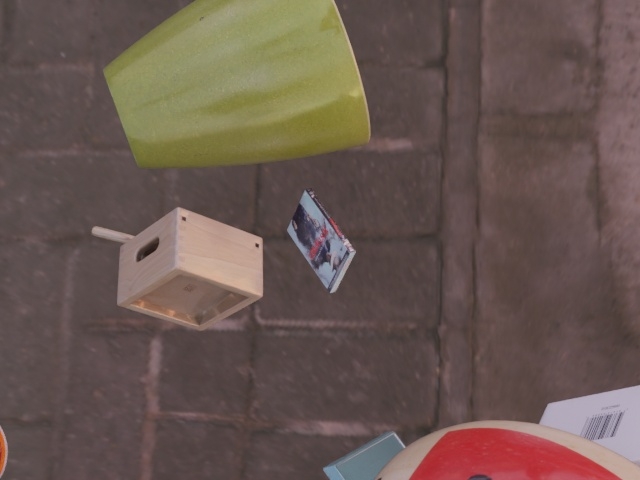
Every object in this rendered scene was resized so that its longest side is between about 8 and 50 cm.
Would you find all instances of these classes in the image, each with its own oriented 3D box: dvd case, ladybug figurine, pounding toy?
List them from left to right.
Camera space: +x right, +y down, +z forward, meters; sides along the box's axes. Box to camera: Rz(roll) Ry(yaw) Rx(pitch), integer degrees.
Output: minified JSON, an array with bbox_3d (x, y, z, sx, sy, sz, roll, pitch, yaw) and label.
[{"bbox_3d":[-0.154,0.023,1.390,0.141,0.130,0.100,-30,51,42],"label":"pounding toy"},{"bbox_3d":[0.000,0.000,1.793,0.013,0.087,0.119,-16,58,-35],"label":"dvd case"},{"bbox_3d":[0.223,0.361,1.452,0.449,0.162,0.305,9,93,33],"label":"ladybug figurine"}]

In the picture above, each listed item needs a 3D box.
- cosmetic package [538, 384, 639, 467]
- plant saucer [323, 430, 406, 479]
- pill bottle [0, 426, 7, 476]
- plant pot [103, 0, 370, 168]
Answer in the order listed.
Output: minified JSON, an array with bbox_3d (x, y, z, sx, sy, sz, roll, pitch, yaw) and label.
[{"bbox_3d":[0.401,0.305,1.597,0.225,0.224,0.138,50,48,-19],"label":"cosmetic package"},{"bbox_3d":[0.074,0.317,1.849,0.018,0.192,0.067,-44,76,27],"label":"plant saucer"},{"bbox_3d":[-0.478,0.262,1.594,0.121,0.221,0.121,-1,84,12],"label":"pill bottle"},{"bbox_3d":[-0.120,-0.205,1.706,0.293,0.275,0.275,-20,76,-6],"label":"plant pot"}]
